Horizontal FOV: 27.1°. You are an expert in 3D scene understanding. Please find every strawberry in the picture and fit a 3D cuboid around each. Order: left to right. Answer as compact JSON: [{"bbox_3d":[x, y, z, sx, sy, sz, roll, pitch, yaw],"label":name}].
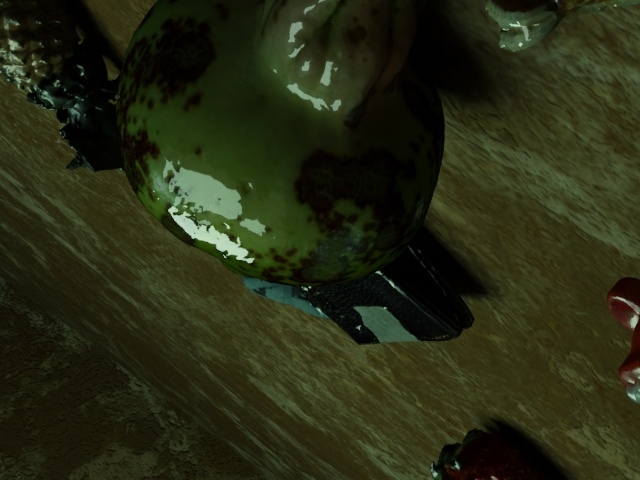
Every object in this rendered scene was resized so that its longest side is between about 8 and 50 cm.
[{"bbox_3d":[0.191,0.282,1.464,0.148,0.131,0.131,51,163,-6],"label":"strawberry"}]

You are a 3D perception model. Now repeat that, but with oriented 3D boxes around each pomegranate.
[{"bbox_3d":[-0.019,-0.081,0.845,0.222,0.204,0.276,24,169,-10],"label":"pomegranate"}]

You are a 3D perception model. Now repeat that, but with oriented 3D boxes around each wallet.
[{"bbox_3d":[0.000,0.000,1.221,0.262,0.071,0.221,46,158,-12],"label":"wallet"}]

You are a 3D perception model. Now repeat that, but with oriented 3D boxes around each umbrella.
[{"bbox_3d":[-0.007,0.053,1.435,0.250,0.053,0.052,17,157,52],"label":"umbrella"}]

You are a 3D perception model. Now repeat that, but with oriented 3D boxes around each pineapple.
[{"bbox_3d":[-0.261,-0.162,1.349,0.237,0.119,0.111,50,175,-32],"label":"pineapple"}]

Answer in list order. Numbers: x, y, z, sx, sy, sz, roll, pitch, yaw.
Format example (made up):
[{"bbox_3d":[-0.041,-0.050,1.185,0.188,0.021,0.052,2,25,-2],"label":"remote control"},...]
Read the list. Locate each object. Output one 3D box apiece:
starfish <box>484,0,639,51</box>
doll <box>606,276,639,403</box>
[{"bbox_3d":[0.178,-0.128,0.473,0.303,0.113,0.312,27,156,41],"label":"starfish"},{"bbox_3d":[0.293,0.097,0.693,0.363,0.160,0.183,28,159,44],"label":"doll"}]
